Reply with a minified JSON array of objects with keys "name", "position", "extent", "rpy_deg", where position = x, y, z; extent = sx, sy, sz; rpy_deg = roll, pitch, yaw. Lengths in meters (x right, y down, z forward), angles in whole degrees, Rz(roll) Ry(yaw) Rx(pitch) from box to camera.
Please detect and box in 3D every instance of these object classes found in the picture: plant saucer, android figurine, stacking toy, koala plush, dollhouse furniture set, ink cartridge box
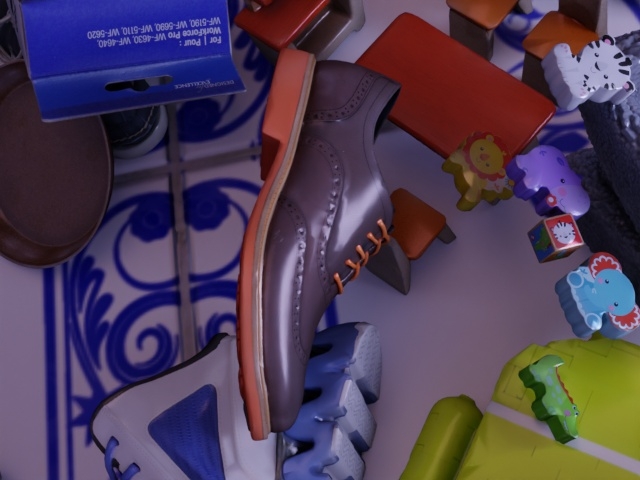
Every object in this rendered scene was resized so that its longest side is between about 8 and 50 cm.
[{"name":"plant saucer","position":[-0.227,-0.062,0.990],"extent":[0.168,0.029,0.168],"rpy_deg":[5,100,30]},{"name":"android figurine","position":[0.175,0.180,0.815],"extent":[0.248,0.056,0.273],"rpy_deg":[19,72,20]},{"name":"stacking toy","position":[0.161,0.002,0.765],"extent":[0.052,0.167,0.221],"rpy_deg":[-12,73,-23]},{"name":"koala plush","position":[0.303,-0.046,0.820],"extent":[0.221,0.196,0.203],"rpy_deg":[-23,62,-7]},{"name":"dollhouse furniture set","position":[0.055,-0.138,0.939],"extent":[0.259,0.135,0.262],"rpy_deg":[36,78,24]},{"name":"ink cartridge box","position":[-0.181,-0.233,1.007],"extent":[0.165,0.065,0.333],"rpy_deg":[-11,49,-18]}]

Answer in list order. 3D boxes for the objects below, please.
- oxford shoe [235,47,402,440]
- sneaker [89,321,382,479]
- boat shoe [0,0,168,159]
[{"name":"oxford shoe","position":[0.000,0.000,0.807],"extent":[0.098,0.097,0.271],"rpy_deg":[8,73,0]},{"name":"sneaker","position":[-0.077,0.193,0.838],"extent":[0.182,0.127,0.316],"rpy_deg":[6,61,19]},{"name":"boat shoe","position":[-0.227,-0.171,1.049],"extent":[0.095,0.079,0.254],"rpy_deg":[-36,64,-4]}]
